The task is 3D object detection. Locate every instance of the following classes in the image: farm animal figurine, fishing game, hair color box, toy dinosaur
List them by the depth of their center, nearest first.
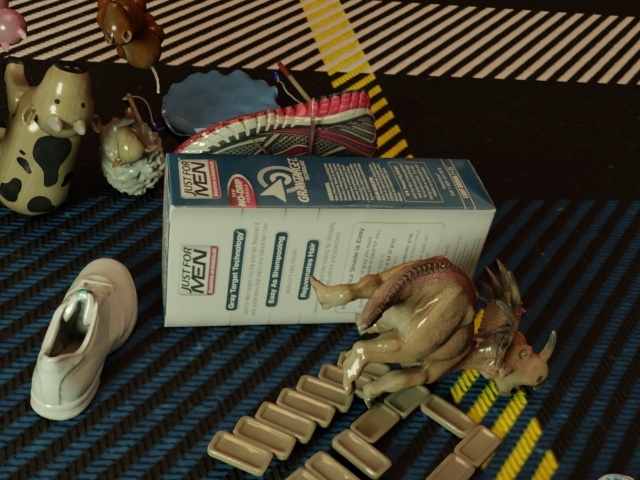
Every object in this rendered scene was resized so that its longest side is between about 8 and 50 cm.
[{"bbox_3d":[0.116,0.073,0.824,0.200,0.296,0.127,-21,61,12],"label":"toy dinosaur"},{"bbox_3d":[-0.329,-0.147,0.932,0.330,0.327,0.172,-8,50,-18],"label":"farm animal figurine"},{"bbox_3d":[0.000,0.000,0.938,0.347,0.174,0.105,0,39,-14],"label":"hair color box"},{"bbox_3d":[-0.146,-0.196,1.253,0.264,0.041,0.189,-18,46,-20],"label":"fishing game"}]

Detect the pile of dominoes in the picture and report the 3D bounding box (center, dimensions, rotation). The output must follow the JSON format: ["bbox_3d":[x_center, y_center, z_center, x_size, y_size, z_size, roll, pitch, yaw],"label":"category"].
[{"bbox_3d":[0.035,0.210,0.817,0.196,0.040,0.251,33,35,26],"label":"pile of dominoes"}]

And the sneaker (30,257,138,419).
[{"bbox_3d":[-0.237,0.075,0.855,0.080,0.094,0.212,7,39,-2],"label":"sneaker"}]

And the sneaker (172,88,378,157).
[{"bbox_3d":[-0.060,-0.124,1.135,0.299,0.112,0.121,-15,8,-13],"label":"sneaker"}]

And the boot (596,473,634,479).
[{"bbox_3d":[0.220,0.308,0.652,0.095,0.123,0.258,12,39,2],"label":"boot"}]
